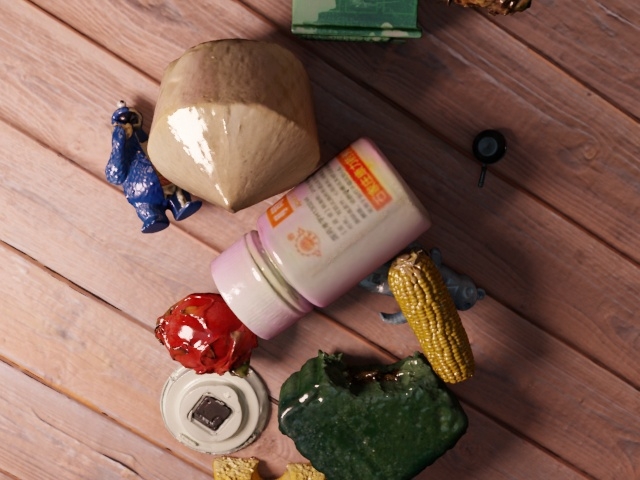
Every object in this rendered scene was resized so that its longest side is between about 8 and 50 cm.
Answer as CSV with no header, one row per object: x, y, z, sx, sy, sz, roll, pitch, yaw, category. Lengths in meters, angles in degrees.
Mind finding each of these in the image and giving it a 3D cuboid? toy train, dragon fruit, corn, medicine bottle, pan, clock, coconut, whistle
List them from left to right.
-0.219,0.187,1.333,0.209,0.172,0.172,26,102,-17,dragon fruit
-0.230,0.363,1.434,0.236,0.053,0.237,0,103,2,clock
-0.145,-0.187,1.170,0.328,0.329,0.329,0,103,0,coconut
0.000,0.000,1.265,0.388,0.219,0.219,-38,100,9,medicine bottle
0.065,-0.459,1.195,0.265,0.145,0.202,2,106,2,toy train
0.199,0.087,1.347,0.269,0.093,0.180,7,108,0,whistle
0.215,0.149,1.279,0.106,0.106,0.293,-24,110,6,corn
0.326,-0.162,1.323,0.068,0.023,0.115,12,100,-3,pan

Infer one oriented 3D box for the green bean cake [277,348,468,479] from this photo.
0.103,0.344,1.370,0.308,0.169,0.300,-38,102,8,green bean cake

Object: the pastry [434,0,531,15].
0.314,-0.491,1.124,0.274,0.275,0.193,-32,83,7,pastry

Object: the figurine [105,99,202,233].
-0.334,-0.143,1.291,0.164,0.120,0.262,-9,80,-23,figurine

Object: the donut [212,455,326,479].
-0.112,0.565,1.463,0.259,0.101,0.152,3,109,-4,donut
